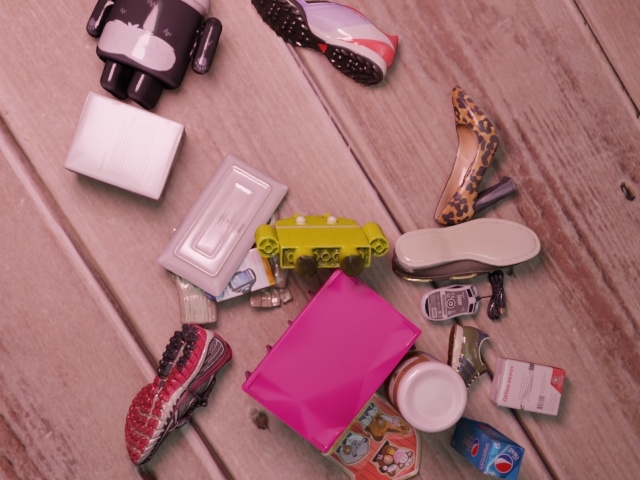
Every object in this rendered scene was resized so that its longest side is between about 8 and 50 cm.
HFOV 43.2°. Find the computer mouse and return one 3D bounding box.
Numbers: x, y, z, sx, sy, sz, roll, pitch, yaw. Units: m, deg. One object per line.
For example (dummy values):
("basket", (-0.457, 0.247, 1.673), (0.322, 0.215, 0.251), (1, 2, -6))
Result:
("computer mouse", (0.294, 0.122, 1.687), (0.193, 0.042, 0.106), (-6, 96, -13))

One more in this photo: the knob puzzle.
("knob puzzle", (0.126, 0.426, 1.672), (0.213, 0.030, 0.213), (0, 91, -8))

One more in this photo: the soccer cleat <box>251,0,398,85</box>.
("soccer cleat", (0.009, -0.437, 1.620), (0.318, 0.108, 0.116), (31, 64, -4))

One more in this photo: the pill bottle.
("pill bottle", (0.191, 0.284, 1.578), (0.131, 0.229, 0.131), (0, 91, -8))

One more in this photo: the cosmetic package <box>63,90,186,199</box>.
("cosmetic package", (-0.366, -0.173, 1.535), (0.184, 0.151, 0.151), (20, 88, -9))

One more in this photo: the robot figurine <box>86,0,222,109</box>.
("robot figurine", (-0.317, -0.394, 1.533), (0.209, 0.173, 0.278), (22, 88, -31))

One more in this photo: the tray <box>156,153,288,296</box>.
("tray", (-0.189, -0.037, 1.579), (0.145, 0.030, 0.270), (30, 72, 3))

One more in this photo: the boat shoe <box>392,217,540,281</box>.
("boat shoe", (0.295, 0.025, 1.660), (0.305, 0.091, 0.109), (-5, 61, -8))

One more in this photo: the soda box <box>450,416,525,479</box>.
("soda box", (0.328, 0.411, 1.608), (0.071, 0.210, 0.067), (16, 89, -7))

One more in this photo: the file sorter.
("file sorter", (0.011, 0.217, 1.577), (0.202, 0.182, 0.290), (39, 87, -8))

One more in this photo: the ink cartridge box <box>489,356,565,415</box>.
("ink cartridge box", (0.433, 0.305, 1.698), (0.135, 0.056, 0.099), (12, 89, -8))

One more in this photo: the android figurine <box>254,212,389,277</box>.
("android figurine", (0.000, 0.000, 1.534), (0.248, 0.273, 0.056), (0, 110, -6))

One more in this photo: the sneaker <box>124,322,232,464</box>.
("sneaker", (-0.279, 0.312, 1.577), (0.112, 0.121, 0.299), (30, 95, -38))

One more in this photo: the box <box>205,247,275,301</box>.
("box", (-0.165, 0.068, 1.587), (0.136, 0.028, 0.081), (-16, 89, -8))

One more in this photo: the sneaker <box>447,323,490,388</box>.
("sneaker", (0.306, 0.273, 1.676), (0.086, 0.064, 0.192), (8, 87, -3))

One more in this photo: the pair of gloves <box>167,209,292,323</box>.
("pair of gloves", (-0.184, 0.052, 1.619), (0.240, 0.042, 0.204), (-12, 88, -11))

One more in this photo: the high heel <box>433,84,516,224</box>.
("high heel", (0.274, -0.168, 1.651), (0.186, 0.093, 0.261), (-28, 101, -10))
